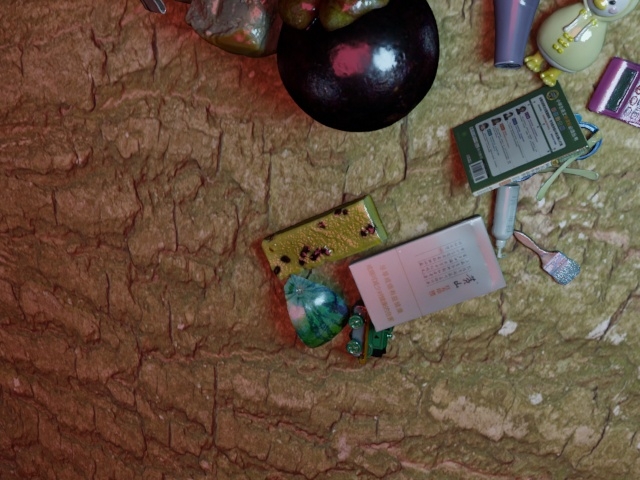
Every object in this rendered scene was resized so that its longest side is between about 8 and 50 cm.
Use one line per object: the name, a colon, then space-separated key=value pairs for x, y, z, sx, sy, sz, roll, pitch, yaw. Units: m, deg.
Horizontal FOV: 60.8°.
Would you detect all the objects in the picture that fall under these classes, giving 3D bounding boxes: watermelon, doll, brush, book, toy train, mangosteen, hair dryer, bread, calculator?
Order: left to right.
bread: x=-0.172 y=-0.574 z=1.329 sx=0.250 sy=0.279 sz=0.225 roll=30 pitch=130 yaw=19
watermelon: x=-0.002 y=0.202 z=1.576 sx=0.146 sy=0.128 sz=0.231 roll=-16 pitch=126 yaw=17
bread: x=0.001 y=0.000 z=1.549 sx=0.361 sy=0.077 sz=0.138 roll=-22 pitch=98 yaw=25
mangosteen: x=0.080 y=-0.453 z=1.192 sx=0.382 sy=0.382 sz=0.435 roll=16 pitch=147 yaw=15
toy train: x=0.147 y=0.257 z=1.570 sx=0.136 sy=0.091 sz=0.228 roll=4 pitch=108 yaw=8
book: x=0.456 y=-0.237 z=1.272 sx=0.264 sy=0.027 sz=0.202 roll=-23 pitch=56 yaw=25
brush: x=0.564 y=0.033 z=1.388 sx=0.196 sy=0.021 sz=0.070 roll=40 pitch=116 yaw=7
hair dryer: x=0.483 y=-0.518 z=1.083 sx=0.361 sy=0.121 sz=0.301 roll=14 pitch=100 yaw=62
doll: x=0.549 y=-0.455 z=1.138 sx=0.141 sy=0.117 sz=0.296 roll=51 pitch=155 yaw=13
calculator: x=0.715 y=-0.319 z=1.217 sx=0.190 sy=0.034 sz=0.127 roll=22 pitch=112 yaw=6

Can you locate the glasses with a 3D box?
glasses: x=0.541 y=-0.165 z=1.268 sx=0.239 sy=0.207 sz=0.102 roll=-18 pitch=140 yaw=25

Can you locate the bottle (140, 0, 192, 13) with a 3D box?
bottle: x=-0.346 y=-0.664 z=1.351 sx=0.173 sy=0.297 sz=0.206 roll=17 pitch=111 yaw=13

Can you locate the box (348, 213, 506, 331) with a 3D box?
box: x=0.280 y=0.089 z=1.445 sx=0.365 sy=0.051 sz=0.205 roll=-21 pitch=98 yaw=10

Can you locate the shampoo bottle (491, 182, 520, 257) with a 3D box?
shampoo bottle: x=0.462 y=-0.047 z=1.378 sx=0.056 sy=0.056 sz=0.195 roll=8 pitch=108 yaw=18
